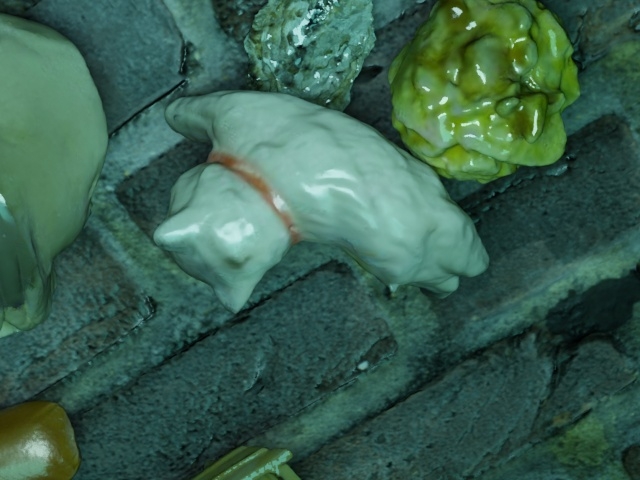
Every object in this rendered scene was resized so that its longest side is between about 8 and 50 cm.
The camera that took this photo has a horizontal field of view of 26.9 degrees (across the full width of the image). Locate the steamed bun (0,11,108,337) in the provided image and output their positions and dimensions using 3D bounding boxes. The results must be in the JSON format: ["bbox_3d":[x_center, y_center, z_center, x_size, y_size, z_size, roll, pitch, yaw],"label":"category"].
[{"bbox_3d":[-0.377,-0.034,1.246,0.352,0.247,0.339,0,120,-11],"label":"steamed bun"}]

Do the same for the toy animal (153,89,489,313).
[{"bbox_3d":[0.000,0.000,1.290,0.266,0.188,0.308,-14,126,34],"label":"toy animal"}]

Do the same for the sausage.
[{"bbox_3d":[-0.399,0.255,1.483,0.274,0.105,0.105,-17,119,3],"label":"sausage"}]

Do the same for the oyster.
[{"bbox_3d":[-0.010,-0.188,1.306,0.125,0.064,0.177,1,120,-11],"label":"oyster"}]

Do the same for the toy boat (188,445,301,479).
[{"bbox_3d":[-0.192,0.388,1.512,0.445,0.162,0.136,-40,113,1],"label":"toy boat"}]

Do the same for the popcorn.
[{"bbox_3d":[0.158,-0.143,1.277,0.167,0.185,0.187,28,138,-18],"label":"popcorn"}]
